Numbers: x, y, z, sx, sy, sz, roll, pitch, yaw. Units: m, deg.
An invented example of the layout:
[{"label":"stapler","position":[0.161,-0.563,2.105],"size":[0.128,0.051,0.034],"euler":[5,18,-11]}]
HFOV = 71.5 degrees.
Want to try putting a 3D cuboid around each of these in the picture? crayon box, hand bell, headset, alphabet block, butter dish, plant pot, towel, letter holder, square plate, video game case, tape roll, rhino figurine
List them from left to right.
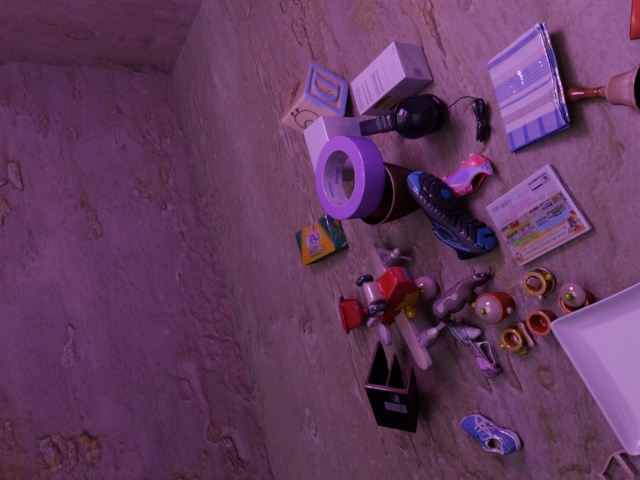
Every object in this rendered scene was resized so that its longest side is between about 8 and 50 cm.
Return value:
[{"label":"alphabet block","position":[-0.022,-0.562,1.818],"size":[0.197,0.193,0.193],"euler":[-35,38,52]},{"label":"crayon box","position":[0.000,0.000,2.054],"size":[0.278,0.081,0.165],"euler":[-29,74,52]},{"label":"tape roll","position":[0.093,-0.208,1.482],"size":[0.275,0.090,0.274],"euler":[15,108,56]},{"label":"butter dish","position":[0.146,0.310,1.905],"size":[0.160,0.119,0.160],"euler":[14,-115,-81]},{"label":"letter holder","position":[0.285,0.540,1.664],"size":[0.152,0.214,0.301],"euler":[2,135,22]},{"label":"plant pot","position":[0.263,-0.165,1.522],"size":[0.215,0.231,0.215],"euler":[13,105,56]},{"label":"headset","position":[0.321,-0.370,1.423],"size":[0.395,0.243,0.185],"euler":[-6,105,30]},{"label":"rhino figurine","position":[0.455,0.170,1.414],"size":[0.243,0.106,0.073],"euler":[-50,39,19]},{"label":"towel","position":[0.555,-0.404,1.205],"size":[0.209,0.034,0.284],"euler":[157,102,-68]},{"label":"video game case","position":[0.606,-0.066,1.256],"size":[0.227,0.026,0.206],"euler":[-44,62,48]},{"label":"hand bell","position":[0.664,-0.354,1.065],"size":[0.242,0.126,0.126],"euler":[-159,65,-63]},{"label":"square plate","position":[0.781,0.274,1.021],"size":[0.347,0.049,0.343],"euler":[-41,61,36]}]

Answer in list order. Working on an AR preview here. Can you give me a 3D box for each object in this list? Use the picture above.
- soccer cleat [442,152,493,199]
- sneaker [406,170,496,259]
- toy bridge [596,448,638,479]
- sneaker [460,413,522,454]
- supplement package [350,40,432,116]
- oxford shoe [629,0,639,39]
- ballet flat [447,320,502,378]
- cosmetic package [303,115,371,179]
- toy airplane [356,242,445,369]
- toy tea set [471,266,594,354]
[{"label":"soccer cleat","position":[0.440,-0.170,1.412],"size":[0.248,0.083,0.095],"euler":[-50,51,42]},{"label":"sneaker","position":[0.383,-0.069,1.405],"size":[0.340,0.125,0.139],"euler":[48,150,3]},{"label":"toy bridge","position":[0.788,0.576,1.149],"size":[0.063,0.026,0.188],"euler":[61,140,29]},{"label":"sneaker","position":[0.541,0.633,1.454],"size":[0.211,0.081,0.080],"euler":[-1,98,56]},{"label":"supplement package","position":[0.241,-0.552,1.549],"size":[0.244,0.139,0.133],"euler":[-29,74,54]},{"label":"oxford shoe","position":[0.725,-0.575,0.940],"size":[0.099,0.097,0.271],"euler":[6,108,33]},{"label":"ballet flat","position":[0.510,0.340,1.450],"size":[0.079,0.077,0.221],"euler":[-45,65,28]},{"label":"cosmetic package","position":[0.082,-0.354,1.739],"size":[0.138,0.225,0.223],"euler":[-26,77,53]},{"label":"toy airplane","position":[0.288,0.218,1.595],"size":[0.384,0.273,0.385],"euler":[-119,8,-76]},{"label":"toy tea set","position":[0.583,0.193,1.260],"size":[0.336,0.125,0.199],"euler":[-53,56,45]}]
